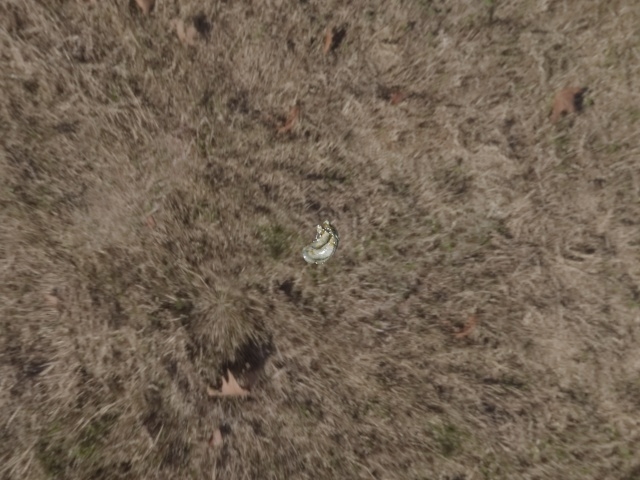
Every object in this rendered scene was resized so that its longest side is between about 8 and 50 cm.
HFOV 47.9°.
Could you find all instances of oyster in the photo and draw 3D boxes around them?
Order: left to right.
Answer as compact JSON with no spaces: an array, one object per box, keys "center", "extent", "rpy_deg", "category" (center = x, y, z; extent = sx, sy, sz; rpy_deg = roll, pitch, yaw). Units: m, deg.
[{"center":[0.000,0.000,1.317],"extent":[0.083,0.038,0.080],"rpy_deg":[-10,114,32],"category":"oyster"}]
